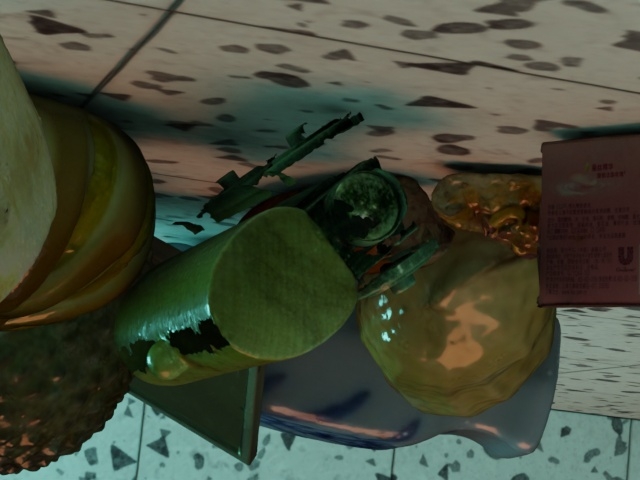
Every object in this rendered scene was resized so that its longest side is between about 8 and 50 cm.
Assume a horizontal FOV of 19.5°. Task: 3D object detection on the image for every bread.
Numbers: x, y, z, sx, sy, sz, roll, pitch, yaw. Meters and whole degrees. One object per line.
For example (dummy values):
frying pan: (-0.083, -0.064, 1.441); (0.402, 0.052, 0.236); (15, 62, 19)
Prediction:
bread: (-0.279, -0.021, 1.266); (0.333, 0.160, 0.333); (5, 170, 1)

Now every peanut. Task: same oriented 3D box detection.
peanut: (0.115, 0.067, 1.597); (0.174, 0.158, 0.340); (9, 172, 11)

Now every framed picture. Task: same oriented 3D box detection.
framed picture: (-0.142, 0.085, 1.689); (0.213, 0.016, 0.289); (29, 150, 14)

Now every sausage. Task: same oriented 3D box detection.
sausage: (-0.005, -0.001, 1.492); (0.103, 0.076, 0.302); (10, 170, -26)

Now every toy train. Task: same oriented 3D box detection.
toy train: (-0.048, 0.013, 1.237); (0.189, 0.126, 0.307); (-28, -178, -21)

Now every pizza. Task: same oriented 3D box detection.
pizza: (0.192, -0.009, 1.365); (0.246, 0.058, 0.127); (8, 171, -31)

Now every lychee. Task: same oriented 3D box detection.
lychee: (-0.262, 0.063, 1.499); (0.255, 0.274, 0.255); (48, -177, -3)

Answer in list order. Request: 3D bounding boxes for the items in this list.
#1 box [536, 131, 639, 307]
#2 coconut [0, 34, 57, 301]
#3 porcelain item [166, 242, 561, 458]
box: (0.207, -0.012, 1.154); (0.156, 0.111, 0.060); (0, 177, 43)
coconut: (-0.242, -0.031, 0.884); (0.241, 0.241, 0.241); (6, 172, 1)
porcelain item: (0.024, 0.113, 1.872); (0.405, 0.178, 0.242); (11, 170, -6)
